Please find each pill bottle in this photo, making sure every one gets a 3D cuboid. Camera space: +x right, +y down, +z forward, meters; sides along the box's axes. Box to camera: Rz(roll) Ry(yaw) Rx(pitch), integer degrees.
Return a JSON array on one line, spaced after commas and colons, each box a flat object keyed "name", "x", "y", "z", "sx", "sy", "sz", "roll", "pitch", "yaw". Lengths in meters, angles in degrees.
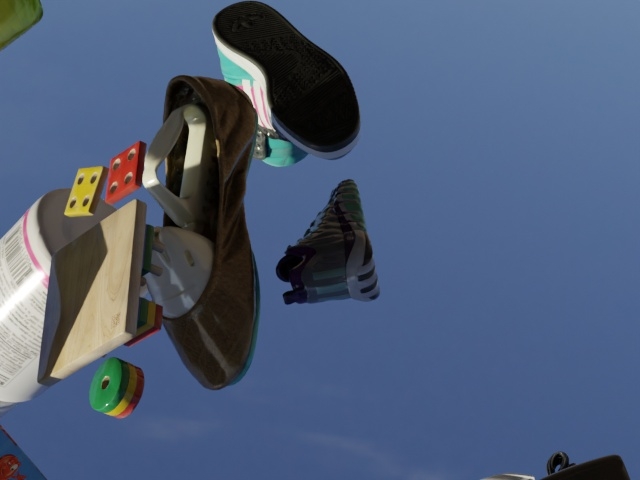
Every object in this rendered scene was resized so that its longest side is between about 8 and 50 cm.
[{"name": "pill bottle", "x": -0.332, "y": 0.082, "z": 1.815, "sx": 0.160, "sy": 0.283, "sz": 0.160, "roll": 32, "pitch": -145, "yaw": -26}]

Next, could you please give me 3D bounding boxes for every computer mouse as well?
[{"name": "computer mouse", "x": 0.239, "y": 0.325, "z": 2.041, "sx": 0.193, "sy": 0.042, "sz": 0.106, "roll": -23, "pitch": -144, "yaw": 46}]

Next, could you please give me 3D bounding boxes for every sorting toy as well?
[{"name": "sorting toy", "x": -0.186, "y": 0.044, "z": 1.405, "sx": 0.046, "sy": 0.132, "sz": 0.274, "roll": 26, "pitch": -130, "yaw": -34}]

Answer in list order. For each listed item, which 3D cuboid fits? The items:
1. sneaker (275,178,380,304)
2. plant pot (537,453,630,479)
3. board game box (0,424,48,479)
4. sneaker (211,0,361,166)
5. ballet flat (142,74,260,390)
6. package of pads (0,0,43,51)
[{"name": "sneaker", "x": 0.000, "y": 0.000, "z": 1.614, "sx": 0.098, "sy": 0.083, "sz": 0.223, "roll": -11, "pitch": -161, "yaw": 1}, {"name": "plant pot", "x": 0.225, "y": 0.344, "z": 1.656, "sx": 0.167, "sy": 0.187, "sz": 0.188, "roll": 4, "pitch": -123, "yaw": -37}, {"name": "board game box", "x": -0.399, "y": 0.220, "z": 1.493, "sx": 0.308, "sy": 0.302, "sz": 0.086, "roll": -14, "pitch": -151, "yaw": 44}, {"name": "sneaker", "x": -0.034, "y": -0.150, "z": 1.977, "sx": 0.124, "sy": 0.178, "sz": 0.295, "roll": -27, "pitch": -132, "yaw": -12}, {"name": "ballet flat", "x": -0.128, "y": -0.022, "z": 1.603, "sx": 0.116, "sy": 0.342, "sz": 0.124, "roll": -19, "pitch": 147, "yaw": 37}, {"name": "package of pads", "x": -0.373, "y": -0.277, "z": 1.396, "sx": 0.101, "sy": 0.296, "sz": 0.229, "roll": -2, "pitch": -150, "yaw": 29}]
